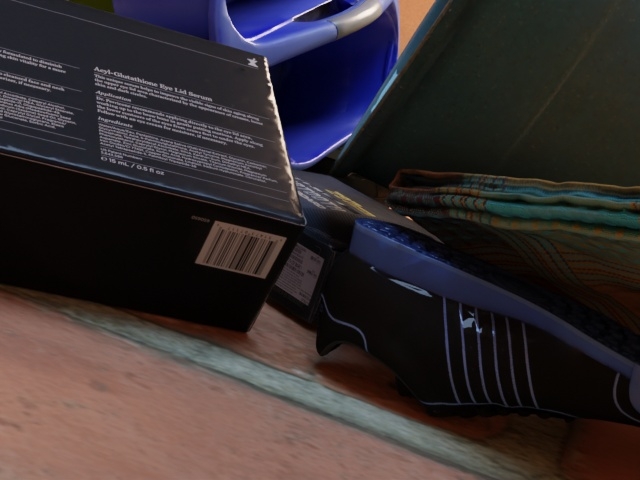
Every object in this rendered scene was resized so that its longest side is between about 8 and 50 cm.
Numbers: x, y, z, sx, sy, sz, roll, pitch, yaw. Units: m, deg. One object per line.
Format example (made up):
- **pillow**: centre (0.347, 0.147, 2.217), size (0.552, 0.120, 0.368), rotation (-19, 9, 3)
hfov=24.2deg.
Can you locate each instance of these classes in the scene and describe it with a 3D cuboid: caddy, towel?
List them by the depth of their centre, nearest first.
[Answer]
- **towel**: centre (0.238, 0.044, 0.843), size (0.271, 0.040, 0.370), rotation (34, -16, -35)
- **caddy**: centre (-0.035, -0.200, 1.399), size (0.179, 0.241, 0.341), rotation (-1, 21, 30)

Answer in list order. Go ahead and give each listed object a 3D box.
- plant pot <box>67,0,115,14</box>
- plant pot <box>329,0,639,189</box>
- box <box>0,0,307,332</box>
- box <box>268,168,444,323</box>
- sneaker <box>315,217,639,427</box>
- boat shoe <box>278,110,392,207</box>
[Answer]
- **plant pot**: centre (-0.192, -0.251, 1.569), size (0.227, 0.228, 0.207), rotation (26, 1, 39)
- **plant pot**: centre (0.235, -0.098, 1.030), size (0.334, 0.341, 0.341), rotation (34, 11, -3)
- **box**: centre (-0.157, -0.060, 0.919), size (0.261, 0.103, 0.184), rotation (13, 38, -21)
- **box**: centre (0.000, 0.000, 1.111), size (0.183, 0.059, 0.233), rotation (9, 15, -41)
- **sneaker**: centre (0.107, 0.071, 0.880), size (0.232, 0.090, 0.081), rotation (26, 13, 17)
- **boat shoe**: centre (0.002, -0.092, 1.528), size (0.081, 0.068, 0.228), rotation (-22, 29, -24)
